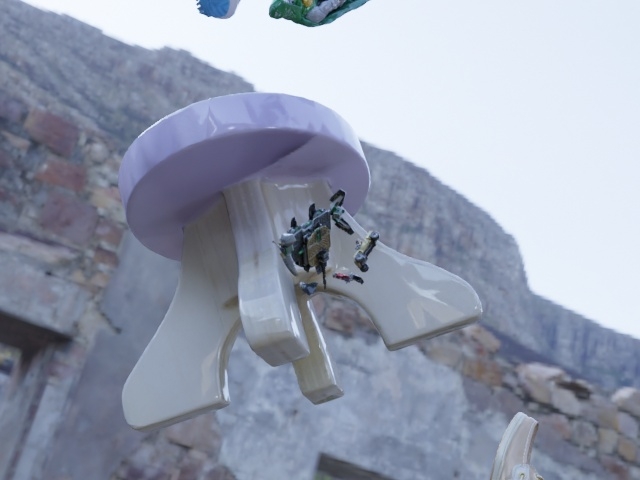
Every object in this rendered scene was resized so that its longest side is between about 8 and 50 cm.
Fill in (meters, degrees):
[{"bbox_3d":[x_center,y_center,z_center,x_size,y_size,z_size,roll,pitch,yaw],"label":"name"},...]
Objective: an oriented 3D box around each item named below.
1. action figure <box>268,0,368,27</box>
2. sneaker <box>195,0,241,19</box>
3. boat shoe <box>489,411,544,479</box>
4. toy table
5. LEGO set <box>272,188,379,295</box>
[{"bbox_3d":[0.005,-0.311,1.177,0.137,0.232,0.063,38,-47,5],"label":"action figure"},{"bbox_3d":[-0.061,-0.289,0.926,0.092,0.228,0.087,19,-39,-9],"label":"sneaker"},{"bbox_3d":[0.191,0.249,0.936,0.059,0.170,0.063,10,-27,23],"label":"boat shoe"},{"bbox_3d":[-0.030,0.023,0.693,0.252,0.160,0.274,-22,-19,14],"label":"toy table"},{"bbox_3d":[0.000,0.003,0.507,0.023,0.054,0.083,22,-14,31],"label":"LEGO set"}]
